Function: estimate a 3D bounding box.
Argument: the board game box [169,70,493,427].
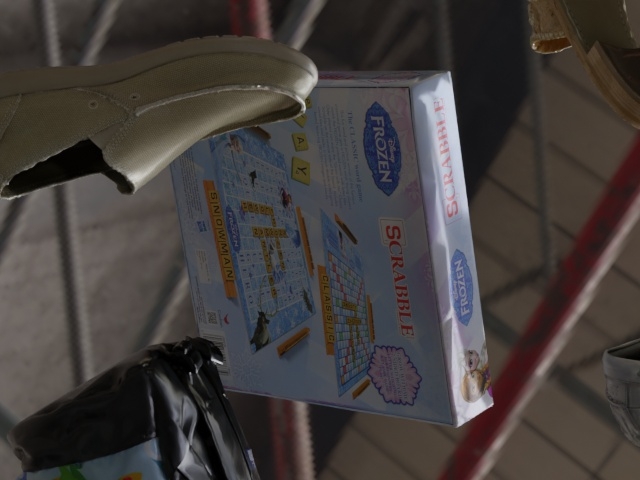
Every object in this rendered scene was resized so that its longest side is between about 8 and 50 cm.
[{"bbox_3d":[0.000,0.000,1.667,0.066,0.318,0.318,-25,112,-45],"label":"board game box"}]

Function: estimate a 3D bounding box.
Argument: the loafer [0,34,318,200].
[{"bbox_3d":[-0.131,-0.083,1.301,0.268,0.092,0.102,-9,165,-2],"label":"loafer"}]

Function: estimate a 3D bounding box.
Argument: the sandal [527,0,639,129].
[{"bbox_3d":[0.182,-0.157,1.301,0.088,0.240,0.079,3,139,-31],"label":"sandal"}]

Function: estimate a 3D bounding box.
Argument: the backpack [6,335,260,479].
[{"bbox_3d":[-0.131,0.284,1.410,0.273,0.355,0.290,-30,-179,1],"label":"backpack"}]

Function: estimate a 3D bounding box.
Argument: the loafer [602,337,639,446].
[{"bbox_3d":[0.424,0.100,1.676,0.319,0.111,0.112,-21,-158,7],"label":"loafer"}]
